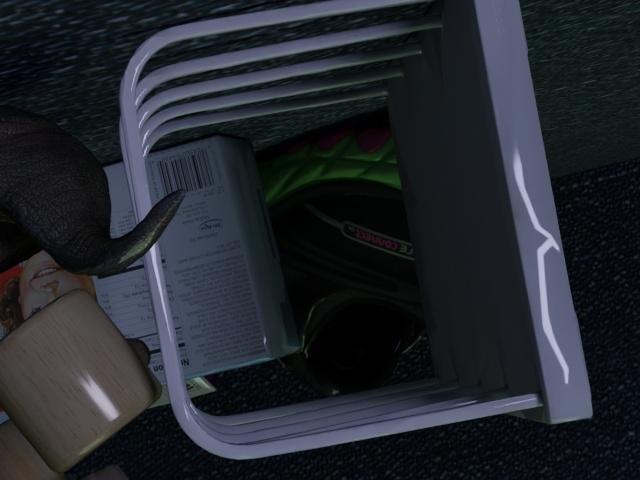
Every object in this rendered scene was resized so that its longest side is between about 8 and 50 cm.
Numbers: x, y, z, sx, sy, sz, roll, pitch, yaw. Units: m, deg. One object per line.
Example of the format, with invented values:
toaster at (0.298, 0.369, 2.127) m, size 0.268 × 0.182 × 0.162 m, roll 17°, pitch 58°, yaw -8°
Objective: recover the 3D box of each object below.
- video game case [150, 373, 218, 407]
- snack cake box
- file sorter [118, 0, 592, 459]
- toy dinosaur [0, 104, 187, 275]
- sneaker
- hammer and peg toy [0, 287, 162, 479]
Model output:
video game case at (-0.228, 0.071, 1.224) m, size 0.210 × 0.042 × 0.232 m, roll -16°, pitch 138°, yaw 23°
snack cake box at (-0.162, 0.036, 1.029) m, size 0.264 × 0.152 × 0.089 m, roll -14°, pitch 178°, yaw 12°
file sorter at (0.000, 0.000, 0.735) m, size 0.173 × 0.193 × 0.277 m, roll -10°, pitch 177°, yaw -6°
toy dinosaur at (-0.173, -0.016, 0.634) m, size 0.313 × 0.121 × 0.160 m, roll -22°, pitch -175°, yaw 34°
sneaker at (-0.030, 0.039, 1.238) m, size 0.185 × 0.202 × 0.483 m, roll -11°, pitch 176°, yaw -33°
hammer and peg toy at (-0.182, 0.177, 0.719) m, size 0.361 × 0.127 × 0.266 m, roll -40°, pitch 173°, yaw 11°
